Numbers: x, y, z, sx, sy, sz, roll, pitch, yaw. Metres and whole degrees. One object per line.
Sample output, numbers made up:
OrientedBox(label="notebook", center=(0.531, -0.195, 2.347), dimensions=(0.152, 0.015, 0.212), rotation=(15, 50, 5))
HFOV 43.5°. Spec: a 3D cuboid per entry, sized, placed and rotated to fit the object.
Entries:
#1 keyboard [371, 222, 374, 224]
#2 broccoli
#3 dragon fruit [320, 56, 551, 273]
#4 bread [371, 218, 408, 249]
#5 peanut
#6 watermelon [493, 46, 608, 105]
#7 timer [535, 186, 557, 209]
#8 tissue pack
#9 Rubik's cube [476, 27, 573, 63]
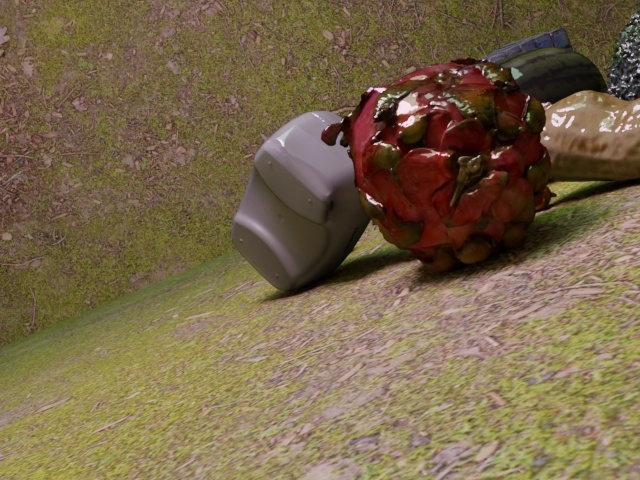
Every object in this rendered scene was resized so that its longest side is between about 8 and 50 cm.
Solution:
OrientedBox(label="keyboard", center=(0.196, -0.067, 2.189), dimensions=(0.049, 0.015, 0.129), rotation=(-27, 7, -41))
OrientedBox(label="broccoli", center=(0.645, -0.274, 1.421), dimensions=(0.249, 0.302, 0.375), rotation=(-47, -15, -21))
OrientedBox(label="dragon fruit", center=(0.191, -0.076, 1.149), dimensions=(0.314, 0.296, 0.263), rotation=(-19, 39, 1))
OrientedBox(label="bread", center=(0.171, -0.081, 1.429), dimensions=(0.105, 0.213, 0.213), rotation=(11, 28, 44))
OrientedBox(label="peanut", center=(0.460, -0.167, 1.271), dimensions=(0.140, 0.153, 0.325), rotation=(-13, 5, -43))
OrientedBox(label="watermelon", center=(0.438, -0.259, 1.698), dimensions=(0.359, 0.278, 0.279), rotation=(-21, 5, -13))
OrientedBox(label="timer", center=(0.333, -0.087, 1.389), dimensions=(0.132, 0.132, 0.152), rotation=(-26, 29, -35))
OrientedBox(label="tissue pack", center=(-0.011, -0.081, 1.543), dimensions=(0.236, 0.229, 0.333), rotation=(-34, -20, -40))
OrientedBox(label="Rubik's cube", center=(0.484, -0.359, 1.976), dimensions=(0.237, 0.237, 0.238), rotation=(-26, 10, -18))
